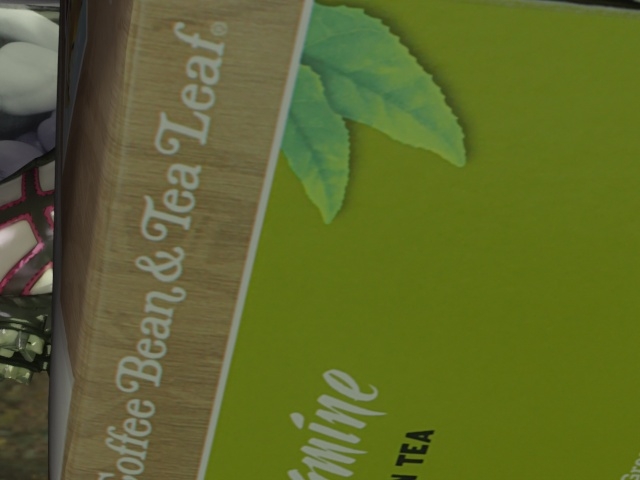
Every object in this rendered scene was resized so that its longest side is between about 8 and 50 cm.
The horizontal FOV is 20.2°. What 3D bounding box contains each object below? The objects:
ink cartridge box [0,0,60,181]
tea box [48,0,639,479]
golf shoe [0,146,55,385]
[{"bbox_3d":[-0.073,-0.030,0.789,0.208,0.045,0.206,0,135,-10],"label":"ink cartridge box"},{"bbox_3d":[0.085,-0.085,0.552,0.323,0.329,0.220,5,134,-11],"label":"tea box"},{"bbox_3d":[-0.083,-0.002,0.722,0.273,0.120,0.105,0,165,20],"label":"golf shoe"}]
